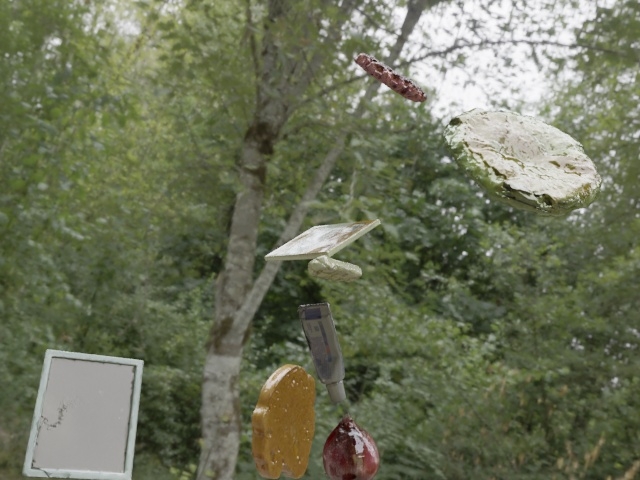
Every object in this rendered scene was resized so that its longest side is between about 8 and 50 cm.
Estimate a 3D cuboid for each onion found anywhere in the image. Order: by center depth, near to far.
[{"bbox_3d":[0.080,0.557,1.766,0.159,0.195,0.159,-3,3,0],"label":"onion"}]

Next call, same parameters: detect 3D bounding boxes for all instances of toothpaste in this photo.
[{"bbox_3d":[0.013,0.310,1.813,0.099,0.282,0.068,-14,4,8],"label":"toothpaste"}]

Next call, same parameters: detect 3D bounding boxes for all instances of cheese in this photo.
[{"bbox_3d":[0.038,0.077,1.679,0.065,0.043,0.194,-34,-26,22],"label":"cheese"}]

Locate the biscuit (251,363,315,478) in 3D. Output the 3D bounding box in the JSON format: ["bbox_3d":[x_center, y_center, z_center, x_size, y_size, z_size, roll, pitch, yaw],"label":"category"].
[{"bbox_3d":[-0.109,0.553,1.977,0.057,0.351,0.312,0,2,30],"label":"biscuit"}]

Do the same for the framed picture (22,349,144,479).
[{"bbox_3d":[-0.500,0.374,1.410,0.216,0.273,0.016,12,-36,-20],"label":"framed picture"}]

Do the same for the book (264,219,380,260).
[{"bbox_3d":[0.000,0.000,1.823,0.295,0.208,0.020,-5,-67,53],"label":"book"}]

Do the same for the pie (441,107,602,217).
[{"bbox_3d":[0.375,-0.144,1.212,0.306,0.306,0.071,19,-44,5],"label":"pie"}]

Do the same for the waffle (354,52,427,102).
[{"bbox_3d":[0.200,-0.461,1.870,0.234,0.055,0.221,31,16,4],"label":"waffle"}]
